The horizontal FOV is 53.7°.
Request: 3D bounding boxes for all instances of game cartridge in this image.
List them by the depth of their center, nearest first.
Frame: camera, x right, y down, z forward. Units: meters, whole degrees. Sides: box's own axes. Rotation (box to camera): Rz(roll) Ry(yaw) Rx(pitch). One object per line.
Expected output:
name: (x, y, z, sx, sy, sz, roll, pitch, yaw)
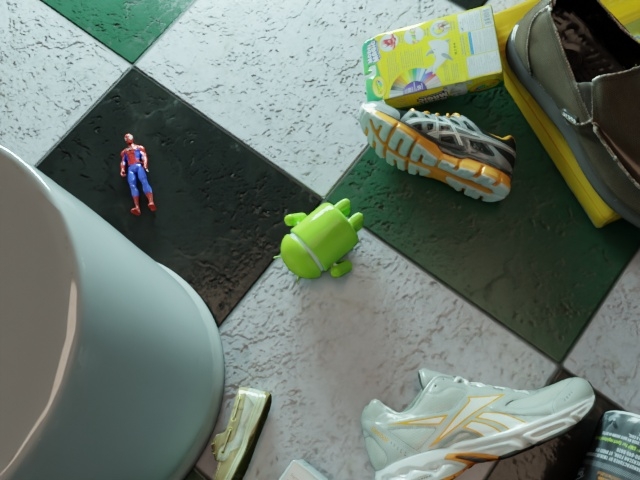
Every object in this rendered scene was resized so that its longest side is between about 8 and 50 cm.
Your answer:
game cartridge: (0.406, -0.212, 0.830, 0.285, 0.053, 0.324, -24, 73, -4)

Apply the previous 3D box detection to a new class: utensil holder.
utensil holder: (-0.287, 0.116, 0.594, 0.327, 0.385, 0.327, -1, 72, 3)

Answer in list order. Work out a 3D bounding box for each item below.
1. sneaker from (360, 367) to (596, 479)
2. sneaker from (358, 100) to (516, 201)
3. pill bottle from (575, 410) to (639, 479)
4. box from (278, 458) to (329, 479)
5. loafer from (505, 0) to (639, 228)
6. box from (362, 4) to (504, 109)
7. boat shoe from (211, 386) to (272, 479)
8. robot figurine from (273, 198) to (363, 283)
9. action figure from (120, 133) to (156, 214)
sneaker: (0.167, 0.184, 0.694, 0.262, 0.099, 0.121, -19, 67, -4)
sneaker: (0.149, -0.128, 0.809, 0.215, 0.084, 0.083, 27, 72, 3)
pill bottle: (0.299, 0.306, 0.623, 0.130, 0.130, 0.246, 27, 76, 12)
box: (-0.011, 0.295, 0.663, 0.102, 0.101, 0.087, 36, 77, 14)
loafer: (0.348, -0.150, 0.720, 0.134, 0.130, 0.366, -35, 71, -8)
box: (0.146, -0.237, 0.844, 0.179, 0.043, 0.105, -8, 72, 17)
boat shoe: (-0.100, 0.233, 0.721, 0.045, 0.050, 0.135, 18, 64, 13)
robot figurine: (0.000, 0.000, 0.779, 0.115, 0.067, 0.101, -41, 78, -9)
action figure: (-0.248, -0.093, 0.850, 0.038, 0.030, 0.115, -19, 69, 3)
